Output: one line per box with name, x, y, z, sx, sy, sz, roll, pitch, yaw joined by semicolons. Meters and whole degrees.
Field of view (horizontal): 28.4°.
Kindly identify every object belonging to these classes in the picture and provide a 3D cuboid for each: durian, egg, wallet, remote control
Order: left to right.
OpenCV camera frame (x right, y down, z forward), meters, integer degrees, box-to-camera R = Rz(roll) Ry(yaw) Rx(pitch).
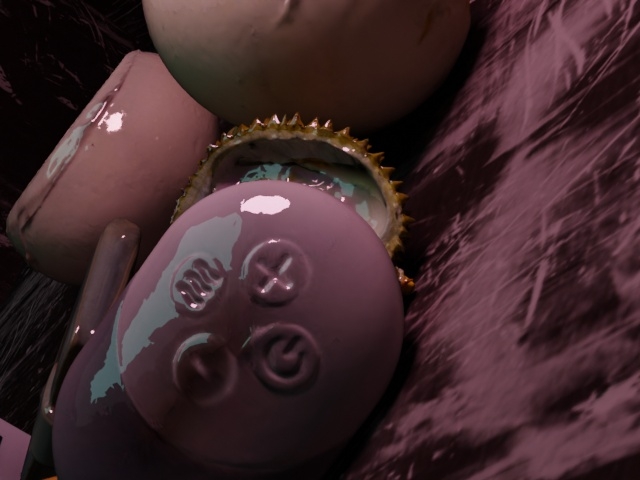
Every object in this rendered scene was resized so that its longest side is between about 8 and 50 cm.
wallet;-0.311;0.169;1.627;0.252;0.083;0.360;-86;17;-49
remote control;-0.075;0.107;0.982;0.332;0.221;0.103;-55;-21;7
egg;-0.027;-0.240;1.274;0.345;0.283;0.283;12;64;36
durian;0.000;0.000;1.104;0.237;0.138;0.193;32;93;32

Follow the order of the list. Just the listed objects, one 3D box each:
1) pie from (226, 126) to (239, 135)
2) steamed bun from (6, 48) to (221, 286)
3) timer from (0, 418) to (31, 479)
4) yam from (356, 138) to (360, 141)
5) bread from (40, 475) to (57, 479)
pie;-0.107;-0.014;1.427;0.337;0.075;0.338;-161;90;-82
steamed bun;-0.283;-0.089;1.878;0.374;0.241;0.374;-54;11;16
timer;-0.502;0.358;1.731;0.192;0.194;0.195;-51;18;18
yam;0.029;-0.149;1.407;0.169;0.068;0.068;-63;17;-21
bread;-0.280;0.322;1.191;0.204;0.162;0.262;-57;8;42
